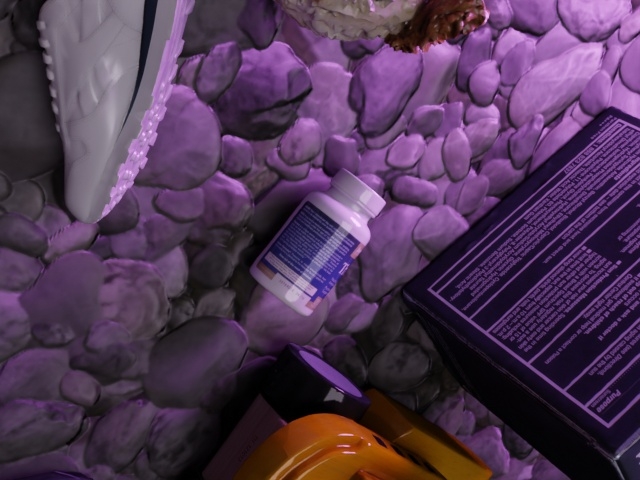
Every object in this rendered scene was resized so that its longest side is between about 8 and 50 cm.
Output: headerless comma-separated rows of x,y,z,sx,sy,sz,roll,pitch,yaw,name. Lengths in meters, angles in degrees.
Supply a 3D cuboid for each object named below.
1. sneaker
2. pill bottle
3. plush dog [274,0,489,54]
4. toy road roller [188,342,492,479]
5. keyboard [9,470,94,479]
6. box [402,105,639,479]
-0.153,-0.121,0.727,0.094,0.090,0.235,18,116,-4,sneaker
0.000,0.000,0.883,0.120,0.067,0.067,-52,129,0,pill bottle
0.031,-0.251,0.736,0.262,0.211,0.225,18,120,-9,plush dog
0.045,0.268,0.934,0.329,0.240,0.203,35,93,-39,toy road roller
-0.296,0.348,0.896,0.201,0.033,0.317,-6,115,-29,keyboard
0.292,0.070,0.957,0.296,0.294,0.183,-41,128,-8,box
